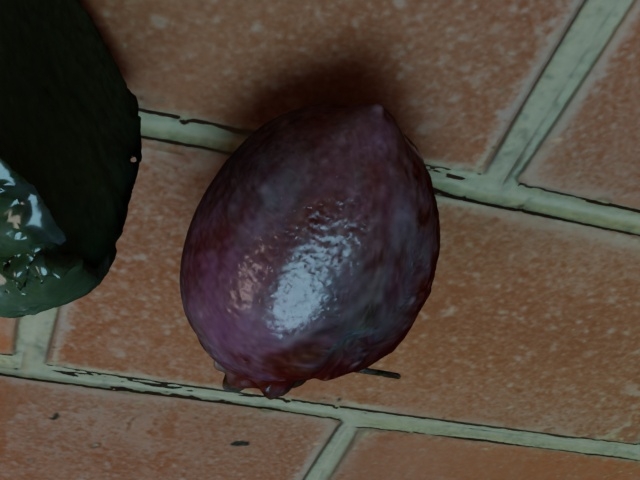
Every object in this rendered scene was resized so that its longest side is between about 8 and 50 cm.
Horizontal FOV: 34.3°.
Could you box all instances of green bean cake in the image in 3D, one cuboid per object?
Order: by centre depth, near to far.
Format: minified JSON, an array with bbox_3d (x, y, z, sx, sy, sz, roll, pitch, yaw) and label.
[{"bbox_3d":[-0.203,-0.079,0.599,0.125,0.222,0.227,-22,131,17],"label":"green bean cake"}]

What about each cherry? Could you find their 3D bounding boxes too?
[{"bbox_3d":[0.000,0.000,0.739,0.192,0.175,0.249,2,137,-21],"label":"cherry"}]
